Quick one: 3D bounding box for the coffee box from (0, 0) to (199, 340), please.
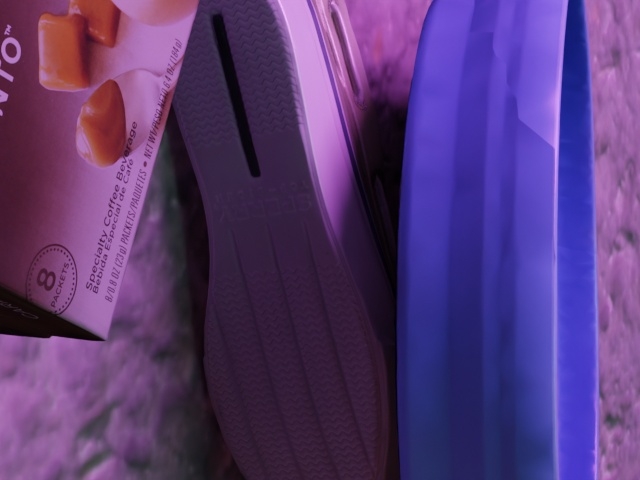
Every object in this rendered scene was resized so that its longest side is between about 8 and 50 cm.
[{"bbox_3d":[-0.126,-0.099,0.713,0.141,0.098,0.246,34,65,-52],"label":"coffee box"}]

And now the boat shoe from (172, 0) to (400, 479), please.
[{"bbox_3d":[0.000,0.000,0.906,0.094,0.109,0.302,-27,112,-54],"label":"boat shoe"}]

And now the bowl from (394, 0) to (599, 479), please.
[{"bbox_3d":[0.101,0.049,0.969,0.391,0.077,0.391,0,90,-79],"label":"bowl"}]
